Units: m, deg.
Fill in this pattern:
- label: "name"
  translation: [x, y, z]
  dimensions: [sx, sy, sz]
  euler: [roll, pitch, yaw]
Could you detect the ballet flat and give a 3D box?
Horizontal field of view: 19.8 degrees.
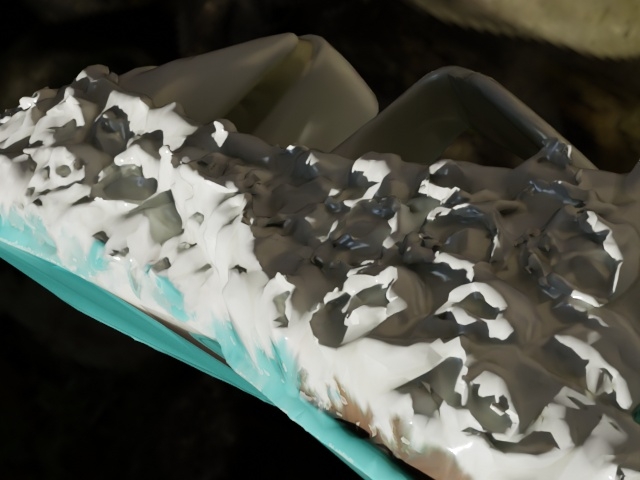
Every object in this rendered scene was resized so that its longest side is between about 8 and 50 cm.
- label: "ballet flat"
  translation: [0.000, 0.000, 0.604]
  dimensions: [0.147, 0.147, 0.409]
  euler: [47, 167, -31]
